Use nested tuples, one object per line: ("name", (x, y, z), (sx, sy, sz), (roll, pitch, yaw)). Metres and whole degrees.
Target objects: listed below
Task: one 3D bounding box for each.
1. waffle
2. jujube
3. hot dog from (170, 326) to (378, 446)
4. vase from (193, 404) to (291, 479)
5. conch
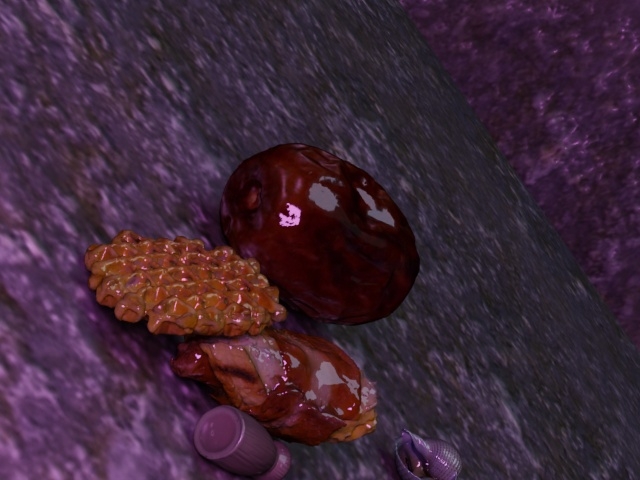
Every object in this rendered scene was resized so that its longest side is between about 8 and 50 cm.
("waffle", (-0.125, 0.039, 1.680), (0.191, 0.038, 0.191), (16, 22, -6))
("jujube", (0.000, 0.000, 2.033), (0.243, 0.183, 0.183), (25, 33, -43))
("hot dog", (-0.045, 0.133, 1.736), (0.213, 0.103, 0.146), (21, 10, -27))
("vase", (-0.067, 0.186, 1.676), (0.100, 0.053, 0.053), (40, 22, -54))
("conch", (0.113, 0.249, 2.062), (0.085, 0.056, 0.076), (25, 39, -1))
